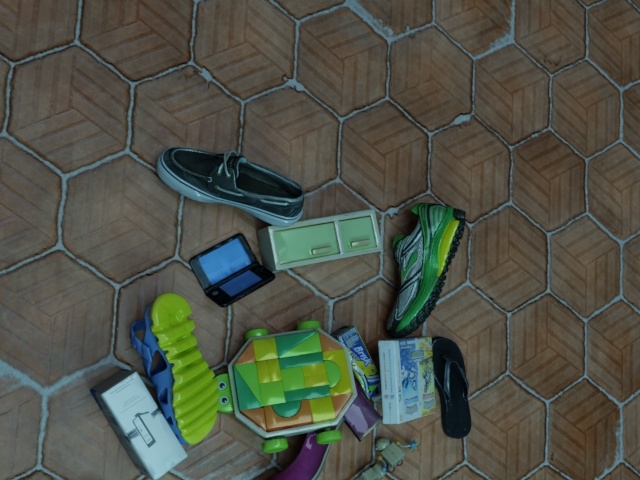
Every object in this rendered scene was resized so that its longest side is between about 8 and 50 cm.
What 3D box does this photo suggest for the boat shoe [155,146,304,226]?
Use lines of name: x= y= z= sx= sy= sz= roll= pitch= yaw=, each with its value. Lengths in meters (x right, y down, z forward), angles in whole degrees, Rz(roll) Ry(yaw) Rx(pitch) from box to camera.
boat shoe: x=-0.186 y=-0.141 z=1.771 sx=0.335 sy=0.119 sz=0.121 roll=18 pitch=52 yaw=-6

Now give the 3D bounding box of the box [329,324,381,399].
box: x=0.085 y=0.283 z=1.904 sx=0.054 sy=0.059 sz=0.169 roll=-28 pitch=95 yaw=-22

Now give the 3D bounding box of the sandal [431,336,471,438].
sandal: x=0.328 y=0.356 z=2.002 sx=0.097 sy=0.054 sz=0.254 roll=-14 pitch=90 yaw=-24

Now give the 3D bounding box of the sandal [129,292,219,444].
sandal: x=-0.308 y=0.269 z=1.701 sx=0.126 sy=0.138 sz=0.317 roll=-12 pitch=88 yaw=-51

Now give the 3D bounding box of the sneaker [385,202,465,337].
sneaker: x=0.231 y=0.072 z=1.975 sx=0.146 sy=0.134 sz=0.343 roll=19 pitch=82 yaw=17

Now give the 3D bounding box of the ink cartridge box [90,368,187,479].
ink cartridge box: x=-0.369 y=0.368 z=1.653 sx=0.086 sy=0.148 sz=0.203 roll=-33 pitch=98 yaw=-25

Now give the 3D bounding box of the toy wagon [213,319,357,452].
toy wagon: x=-0.099 y=0.317 z=1.768 sx=0.344 sy=0.068 sz=0.267 roll=-7 pitch=67 yaw=-10

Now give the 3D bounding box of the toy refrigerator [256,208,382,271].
toy refrigerator: x=0.000 y=0.000 z=1.882 sx=0.269 sy=0.094 sz=0.102 roll=-9 pitch=87 yaw=-24

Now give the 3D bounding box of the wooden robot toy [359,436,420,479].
wooden robot toy: x=0.150 y=0.500 z=1.918 sx=0.173 sy=0.076 sz=0.079 roll=-33 pitch=62 yaw=-23

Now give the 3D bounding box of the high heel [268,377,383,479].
high heel: x=-0.050 y=0.448 z=1.823 sx=0.377 sy=0.127 sz=0.181 roll=-37 pitch=76 yaw=-21

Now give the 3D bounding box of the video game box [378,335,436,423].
video game box: x=0.204 y=0.320 z=1.903 sx=0.205 sy=0.048 sz=0.187 roll=4 pitch=83 yaw=-58

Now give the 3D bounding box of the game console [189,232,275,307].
game console: x=-0.193 y=0.064 z=1.800 sx=0.144 sy=0.124 sz=0.085 roll=-30 pitch=122 yaw=-23
